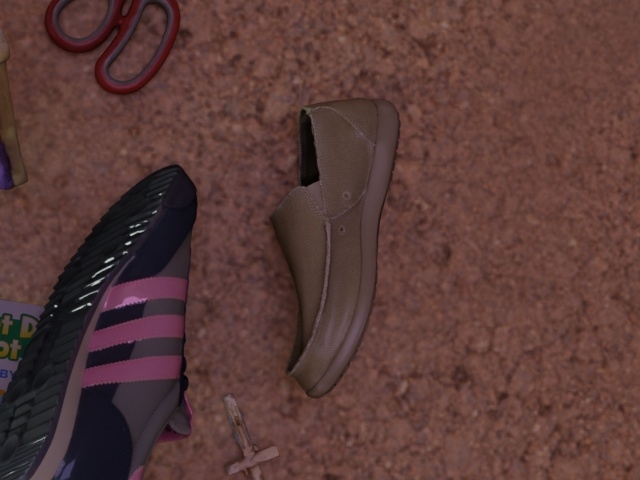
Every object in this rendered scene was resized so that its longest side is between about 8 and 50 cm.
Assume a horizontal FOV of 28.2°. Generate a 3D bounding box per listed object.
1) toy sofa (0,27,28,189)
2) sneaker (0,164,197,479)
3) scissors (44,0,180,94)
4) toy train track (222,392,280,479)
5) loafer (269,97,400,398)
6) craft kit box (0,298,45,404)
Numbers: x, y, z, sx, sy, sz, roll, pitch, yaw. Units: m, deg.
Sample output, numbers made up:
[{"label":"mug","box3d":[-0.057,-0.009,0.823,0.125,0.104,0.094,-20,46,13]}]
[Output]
[{"label":"toy sofa","box3d":[-0.315,-0.128,0.890,0.150,0.362,0.177,-25,84,-15]},{"label":"sneaker","box3d":[-0.146,0.087,0.986,0.131,0.112,0.319,41,50,-27]},{"label":"scissors","box3d":[-0.135,-0.268,1.125,0.109,0.021,0.297,30,77,-5]},{"label":"toy train track","box3d":[-0.065,0.171,1.087,0.048,0.014,0.083,-20,82,-7]},{"label":"loafer","box3d":[0.000,0.000,1.083,0.092,0.102,0.268,13,71,-9]},{"label":"craft kit box","box3d":[-0.280,0.160,0.968,0.250,0.061,0.246,11,58,-17]}]
